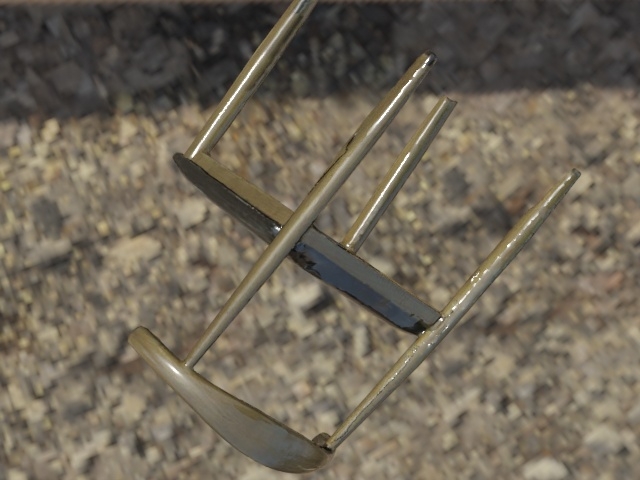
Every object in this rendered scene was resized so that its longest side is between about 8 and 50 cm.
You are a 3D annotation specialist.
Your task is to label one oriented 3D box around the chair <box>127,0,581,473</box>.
[{"bbox_3d":[0.000,0.000,1.211,0.188,0.166,0.272,35,91,-38],"label":"chair"}]
